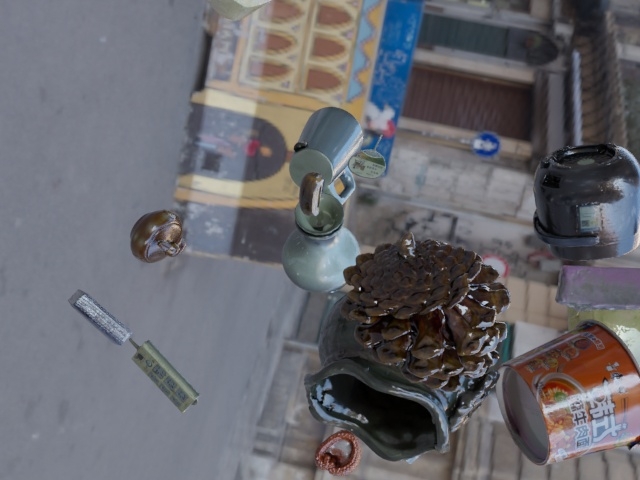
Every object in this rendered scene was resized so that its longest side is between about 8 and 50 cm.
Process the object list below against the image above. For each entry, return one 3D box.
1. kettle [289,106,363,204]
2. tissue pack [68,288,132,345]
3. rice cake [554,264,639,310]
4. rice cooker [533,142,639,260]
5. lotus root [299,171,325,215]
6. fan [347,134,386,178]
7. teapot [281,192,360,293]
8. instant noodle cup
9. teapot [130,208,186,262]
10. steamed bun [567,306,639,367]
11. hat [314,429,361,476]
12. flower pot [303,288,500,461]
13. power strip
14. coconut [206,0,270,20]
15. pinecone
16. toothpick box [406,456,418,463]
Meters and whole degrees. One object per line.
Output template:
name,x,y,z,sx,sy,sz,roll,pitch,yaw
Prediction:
kettle,0.018,-0.201,2.166,0.210,0.160,0.243,60,28,-21
tissue pack,-0.538,0.187,2.059,0.051,0.156,0.112,-49,-161,-15
rice cake,0.525,0.072,1.258,0.056,0.365,0.072,17,75,-53
rice cooker,0.607,-0.094,1.930,0.267,0.267,0.224,-69,148,-60
lotus root,-0.019,-0.075,1.371,0.030,0.037,0.083,-37,150,-41
fan,0.072,-0.129,1.329,0.003,0.060,0.080,-94,175,-52
teapot,0.000,0.000,1.896,0.250,0.184,0.183,87,16,-60
instant noodle cup,0.453,0.292,1.558,0.250,0.192,0.250,163,-90,-78
teapot,-0.266,0.001,1.429,0.098,0.078,0.129,-54,165,-2
steamed bun,0.837,0.251,2.411,0.166,0.232,0.272,130,-41,-56
hat,0.046,0.501,1.969,0.112,0.093,0.162,-36,166,-7
flower pot,0.133,0.221,1.386,0.301,0.302,0.213,95,21,-56
power strip,-0.452,0.375,2.406,0.092,0.268,0.034,-47,175,38
coconut,-0.210,-0.645,2.020,0.237,0.197,0.236,-34,137,-39
pinecone,0.135,0.086,0.996,0.168,0.212,0.185,-52,-142,2
toothpick box,0.234,0.503,2.078,0.083,0.052,0.052,-45,177,5
